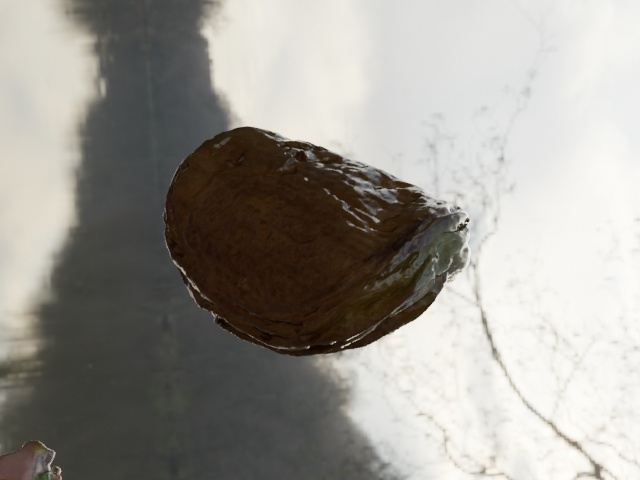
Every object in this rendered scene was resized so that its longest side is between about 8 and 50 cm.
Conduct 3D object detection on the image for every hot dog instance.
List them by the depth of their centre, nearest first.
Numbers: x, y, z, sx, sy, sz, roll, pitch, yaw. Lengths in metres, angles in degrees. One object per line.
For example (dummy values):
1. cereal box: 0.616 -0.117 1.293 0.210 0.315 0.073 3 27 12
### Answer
1. hot dog: 0.000 0.000 0.915 0.272 0.196 0.122 24 -45 38

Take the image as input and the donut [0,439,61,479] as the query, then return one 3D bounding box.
1. donut: -0.266 0.139 0.609 0.233 0.199 0.085 43 -26 15
